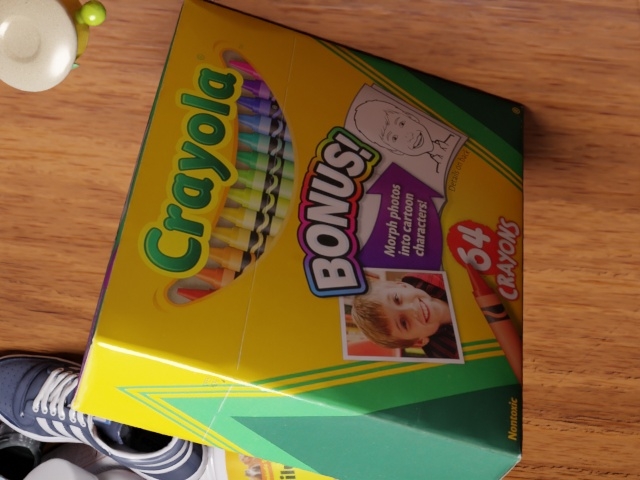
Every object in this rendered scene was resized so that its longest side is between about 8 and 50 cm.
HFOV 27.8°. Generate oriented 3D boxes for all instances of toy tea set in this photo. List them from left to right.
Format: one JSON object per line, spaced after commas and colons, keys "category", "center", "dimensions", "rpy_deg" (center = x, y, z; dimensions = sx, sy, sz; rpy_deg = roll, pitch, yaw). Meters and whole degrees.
{"category": "toy tea set", "center": [-0.271, -0.215, 1.047], "dimensions": [0.336, 0.124, 0.200], "rpy_deg": [-5, 109, 20]}

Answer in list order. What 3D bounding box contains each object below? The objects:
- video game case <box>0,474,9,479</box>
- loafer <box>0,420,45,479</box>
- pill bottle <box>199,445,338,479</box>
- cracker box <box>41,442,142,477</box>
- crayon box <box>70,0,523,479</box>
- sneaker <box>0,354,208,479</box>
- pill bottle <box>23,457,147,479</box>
{"category": "video game case", "center": [-0.549, 0.329, 1.529], "dimensions": [0.244, 0.269, 0.061], "rpy_deg": [34, 164, 0]}
{"category": "loafer", "center": [-0.394, 0.277, 1.637], "dimensions": [0.076, 0.078, 0.223], "rpy_deg": [21, 138, -14]}
{"category": "pill bottle", "center": [-0.047, 0.247, 1.514], "dimensions": [0.215, 0.117, 0.117], "rpy_deg": [-5, 138, 15]}
{"category": "cracker box", "center": [-0.238, 0.297, 1.644], "dimensions": [0.155, 0.067, 0.232], "rpy_deg": [35, 134, -30]}
{"category": "crayon box", "center": [0.000, 0.000, 1.029], "dimensions": [0.313, 0.363, 0.106], "rpy_deg": [17, 139, -11]}
{"category": "sneaker", "center": [-0.261, 0.182, 1.430], "dimensions": [0.282, 0.099, 0.153], "rpy_deg": [21, 162, 10]}
{"category": "pill bottle", "center": [-0.219, 0.383, 1.551], "dimensions": [0.176, 0.176, 0.318], "rpy_deg": [-26, 132, 34]}
